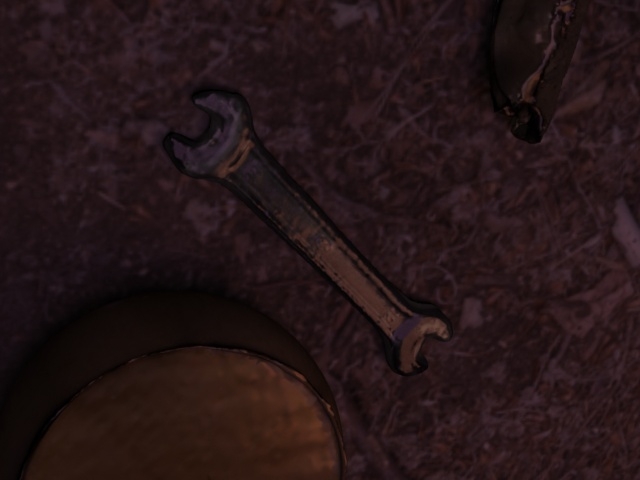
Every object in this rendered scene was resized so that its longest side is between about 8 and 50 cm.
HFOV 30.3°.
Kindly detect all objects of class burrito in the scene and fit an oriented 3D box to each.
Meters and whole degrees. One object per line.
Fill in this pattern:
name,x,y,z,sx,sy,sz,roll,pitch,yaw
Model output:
burrito,0.166,-0.182,0.850,0.063,0.058,0.230,3,112,-26

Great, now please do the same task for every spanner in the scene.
spanner,0.000,0.000,0.884,0.071,0.017,0.302,-45,118,2

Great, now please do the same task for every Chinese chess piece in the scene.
Chinese chess piece,-0.108,0.163,0.861,0.257,0.104,0.257,-7,114,-17
